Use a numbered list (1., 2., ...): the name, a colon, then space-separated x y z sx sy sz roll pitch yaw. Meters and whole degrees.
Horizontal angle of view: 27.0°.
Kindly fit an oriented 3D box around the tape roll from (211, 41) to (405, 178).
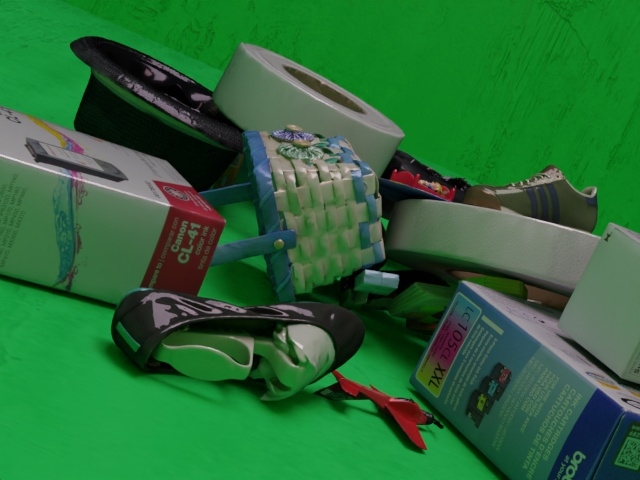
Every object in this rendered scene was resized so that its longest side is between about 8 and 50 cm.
1. tape roll: -0.018 -0.189 2.021 0.286 0.100 0.286 28 13 -7

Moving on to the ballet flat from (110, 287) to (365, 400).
1. ballet flat: -0.069 0.111 1.306 0.280 0.095 0.096 6 29 -28

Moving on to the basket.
1. basket: -0.077 -0.032 1.679 0.289 0.201 0.255 -16 21 -6

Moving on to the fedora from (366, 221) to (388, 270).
1. fedora: 0.000 0.000 1.855 0.194 0.194 0.079 27 51 14

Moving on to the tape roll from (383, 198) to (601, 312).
1. tape roll: 0.270 0.033 1.730 0.392 0.072 0.392 15 -5 1

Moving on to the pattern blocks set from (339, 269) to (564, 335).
1. pattern blocks set: 0.188 0.092 1.708 0.325 0.026 0.285 7 -16 -3

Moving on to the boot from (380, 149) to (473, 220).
1. boot: 0.265 -0.015 2.282 0.445 0.146 0.367 20 -4 -11

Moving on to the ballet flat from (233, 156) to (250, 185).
1. ballet flat: -0.010 -0.087 2.142 0.139 0.139 0.400 14 12 -41

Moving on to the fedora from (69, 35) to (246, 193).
1. fedora: -0.249 -0.168 2.000 0.334 0.152 0.334 28 12 -7

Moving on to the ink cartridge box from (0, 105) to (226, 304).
1. ink cartridge box: -0.286 -0.042 1.429 0.306 0.131 0.226 19 13 -30

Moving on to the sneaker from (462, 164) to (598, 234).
1. sneaker: 0.268 -0.056 1.664 0.192 0.086 0.064 18 -6 -24

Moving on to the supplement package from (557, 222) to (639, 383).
1. supplement package: 0.410 0.094 1.462 0.244 0.133 0.139 19 12 -27

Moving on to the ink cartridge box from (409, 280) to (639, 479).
1. ink cartridge box: 0.315 0.209 1.452 0.270 0.151 0.395 18 11 -30

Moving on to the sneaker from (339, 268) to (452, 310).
1. sneaker: 0.108 0.070 1.833 0.161 0.057 0.075 6 -8 6

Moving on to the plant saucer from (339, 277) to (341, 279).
1. plant saucer: 0.119 0.081 1.970 0.192 0.018 0.067 16 14 -39

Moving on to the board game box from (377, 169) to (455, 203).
1. board game box: 0.130 -0.067 1.715 0.133 0.033 0.168 20 -6 1

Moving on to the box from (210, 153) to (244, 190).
1. box: -0.178 -0.134 2.181 0.028 0.081 0.136 13 15 -40

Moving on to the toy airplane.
1. toy airplane: 0.064 0.172 1.421 0.151 0.028 0.151 23 10 -4
